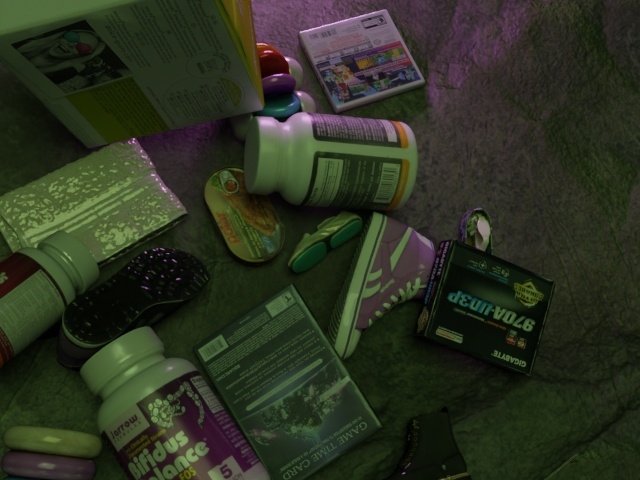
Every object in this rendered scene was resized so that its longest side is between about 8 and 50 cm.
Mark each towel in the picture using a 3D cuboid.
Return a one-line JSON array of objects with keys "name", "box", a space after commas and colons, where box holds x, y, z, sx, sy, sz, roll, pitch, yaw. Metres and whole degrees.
[{"name": "towel", "box": [-0.389, -0.049, 1.311, 0.282, 0.049, 0.187, -32, 79, -21]}]

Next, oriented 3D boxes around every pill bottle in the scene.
[{"name": "pill bottle", "box": [-0.222, 0.283, 1.151, 0.169, 0.169, 0.301, -33, 79, -21]}, {"name": "pill bottle", "box": [-0.440, 0.087, 1.143, 0.121, 0.121, 0.221, 40, 52, 5]}, {"name": "pill bottle", "box": [0.015, -0.138, 1.356, 0.278, 0.162, 0.162, 3, 68, -17]}]

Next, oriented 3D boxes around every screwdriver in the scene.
[{"name": "screwdriver", "box": [0.375, 0.402, 1.313, 0.170, 0.024, 0.025, -32, 49, -27]}]

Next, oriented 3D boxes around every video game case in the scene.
[{"name": "video game case", "box": [0.081, -0.358, 1.545, 0.201, 0.023, 0.183, -20, 74, -19]}, {"name": "video game case", "box": [-0.054, 0.234, 1.246, 0.196, 0.026, 0.274, -33, 79, 2]}]

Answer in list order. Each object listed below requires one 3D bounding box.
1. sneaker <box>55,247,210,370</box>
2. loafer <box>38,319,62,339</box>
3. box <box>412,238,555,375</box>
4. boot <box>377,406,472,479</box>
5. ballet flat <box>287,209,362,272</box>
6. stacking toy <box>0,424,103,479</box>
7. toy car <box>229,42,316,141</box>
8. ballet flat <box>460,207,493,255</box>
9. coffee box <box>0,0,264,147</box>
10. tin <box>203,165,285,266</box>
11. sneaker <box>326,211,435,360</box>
[{"name": "sneaker", "box": [-0.304, 0.108, 1.247, 0.107, 0.124, 0.283, 47, 42, 13]}, {"name": "loafer", "box": [-0.460, 0.124, 1.224, 0.170, 0.062, 0.061, -11, 67, -17]}, {"name": "box", "box": [0.283, 0.116, 1.342, 0.220, 0.051, 0.175, 22, 78, -17]}, {"name": "boot", "box": [0.138, 0.349, 1.260, 0.198, 0.077, 0.137, -1, 64, -26]}, {"name": "ballet flat", "box": [0.000, 0.000, 1.380, 0.168, 0.057, 0.052, -32, 50, -25]}, {"name": "stacking toy", "box": [-0.402, 0.430, 1.081, 0.141, 0.141, 0.330, 9, 71, -8]}, {"name": "toy car", "box": [-0.093, -0.273, 1.412, 0.159, 0.136, 0.182, -14, 72, -17]}, {"name": "ballet flat", "box": [0.287, 0.026, 1.414, 0.070, 0.070, 0.188, 1, 69, -11]}, {"name": "coffee box", "box": [-0.299, -0.397, 1.248, 0.334, 0.338, 0.338, -12, 67, 6]}, {"name": "tin", "box": [-0.136, -0.042, 1.369, 0.106, 0.040, 0.190, -21, 74, -23]}, {"name": "sneaker", "box": [0.117, 0.095, 1.335, 0.161, 0.102, 0.282, 25, 66, -5]}]
